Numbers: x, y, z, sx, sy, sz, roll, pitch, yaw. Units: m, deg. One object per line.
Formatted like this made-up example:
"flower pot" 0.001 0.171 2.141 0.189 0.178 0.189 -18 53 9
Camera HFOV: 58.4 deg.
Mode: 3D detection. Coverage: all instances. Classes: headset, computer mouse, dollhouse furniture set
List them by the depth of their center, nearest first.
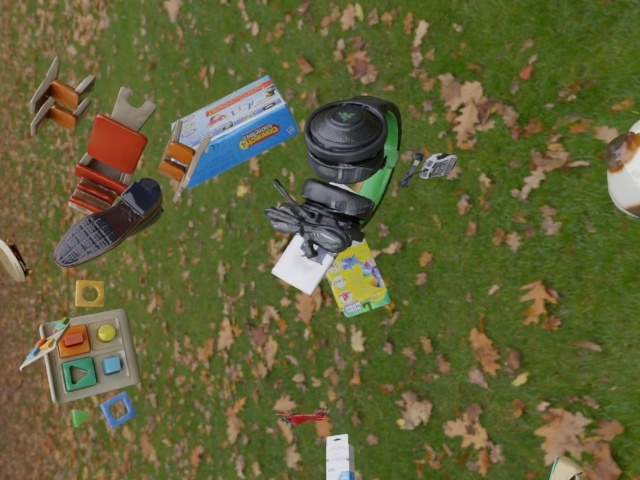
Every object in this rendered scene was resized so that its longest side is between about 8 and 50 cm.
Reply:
"headset" 0.052 -0.089 0.912 0.185 0.394 0.243 23 121 23
"dollhouse furniture set" -0.355 -0.139 0.973 0.259 0.262 0.135 -32 36 59
"computer mouse" 0.301 -0.206 1.585 0.042 0.193 0.106 47 134 32

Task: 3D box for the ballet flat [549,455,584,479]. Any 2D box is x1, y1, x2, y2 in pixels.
"ballet flat" 0.576 0.645 1.392 0.073 0.080 0.232 16 83 47

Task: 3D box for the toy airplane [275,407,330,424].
"toy airplane" -0.036 0.428 1.385 0.151 0.151 0.028 -18 72 50

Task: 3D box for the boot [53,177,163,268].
"boot" -0.372 -0.015 1.043 0.082 0.219 0.106 47 164 11

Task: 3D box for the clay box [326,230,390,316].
"clay box" 0.081 0.084 1.463 0.053 0.128 0.222 91 159 -67

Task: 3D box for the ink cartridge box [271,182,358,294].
"ink cartridge box" 0.000 0.000 1.262 0.237 0.100 0.172 -57 -2 -5

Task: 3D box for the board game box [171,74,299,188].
"board game box" -0.231 -0.290 1.476 0.086 0.308 0.302 63 -178 -31

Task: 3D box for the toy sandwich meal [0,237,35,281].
"toy sandwich meal" -0.474 0.027 0.887 0.086 0.029 0.085 28 136 31

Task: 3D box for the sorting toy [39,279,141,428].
"sorting toy" -0.511 0.252 1.287 0.047 0.196 0.347 -30 72 52

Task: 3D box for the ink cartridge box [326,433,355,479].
"ink cartridge box" 0.038 0.417 1.092 0.048 0.028 0.083 -16 53 23

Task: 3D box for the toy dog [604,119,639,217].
"toy dog" 0.832 -0.188 1.276 0.284 0.408 0.395 57 172 7

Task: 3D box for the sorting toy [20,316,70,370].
"sorting toy" -0.355 0.129 0.746 0.062 0.012 0.083 -34 19 8
